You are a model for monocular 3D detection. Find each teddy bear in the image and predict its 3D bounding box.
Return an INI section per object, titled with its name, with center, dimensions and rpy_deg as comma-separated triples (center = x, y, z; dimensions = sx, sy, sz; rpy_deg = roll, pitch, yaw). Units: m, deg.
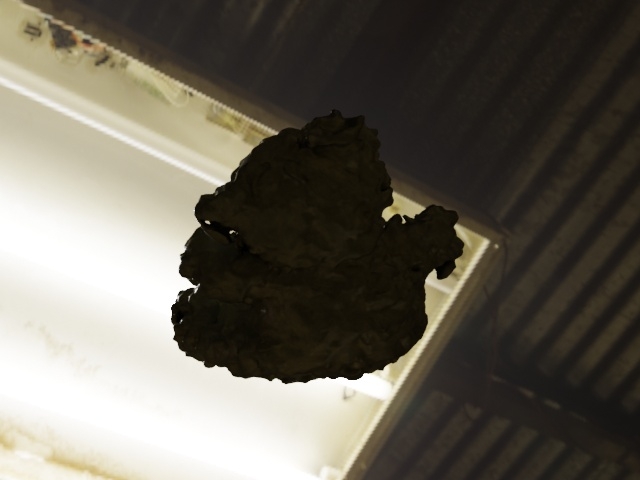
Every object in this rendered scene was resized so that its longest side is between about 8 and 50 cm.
[teddy bear]
center = 0.000, 0.000, 1.033
dimensions = 0.357, 0.224, 0.367
rpy_deg = -10, -52, -15
